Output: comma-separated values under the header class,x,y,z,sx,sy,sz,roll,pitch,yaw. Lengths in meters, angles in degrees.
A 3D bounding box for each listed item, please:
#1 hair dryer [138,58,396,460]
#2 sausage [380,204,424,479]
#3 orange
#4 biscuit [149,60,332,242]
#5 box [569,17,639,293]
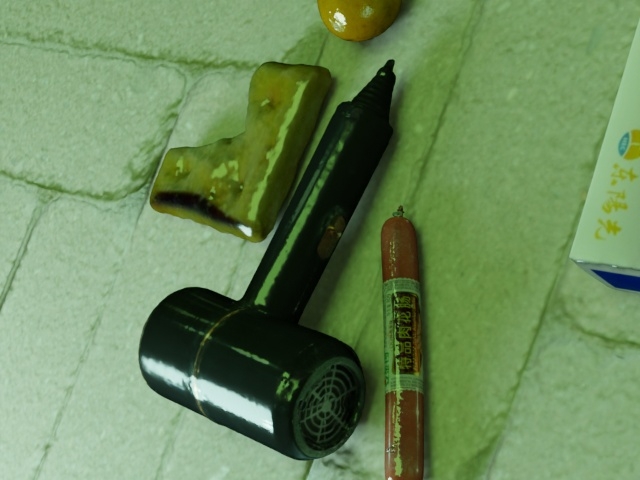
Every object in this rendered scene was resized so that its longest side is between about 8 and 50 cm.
class,x,y,z,sx,sy,sz,roll,pitch,yaw
hair dryer,0.000,0.000,1.088,0.189,0.107,0.352,19,78,42
sausage,0.065,0.086,1.027,0.034,0.034,0.253,-19,59,34
orange,0.034,-0.221,1.168,0.083,0.070,0.083,-21,54,32
biscuit,-0.078,-0.094,1.232,0.174,0.039,0.183,21,85,46
box,0.313,-0.123,0.882,0.200,0.065,0.343,10,78,43
